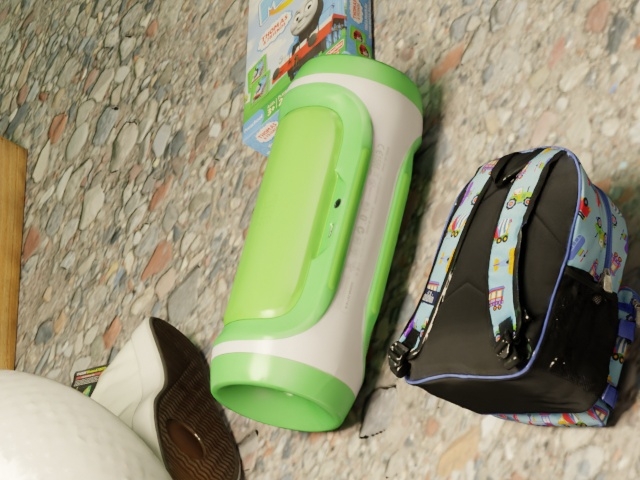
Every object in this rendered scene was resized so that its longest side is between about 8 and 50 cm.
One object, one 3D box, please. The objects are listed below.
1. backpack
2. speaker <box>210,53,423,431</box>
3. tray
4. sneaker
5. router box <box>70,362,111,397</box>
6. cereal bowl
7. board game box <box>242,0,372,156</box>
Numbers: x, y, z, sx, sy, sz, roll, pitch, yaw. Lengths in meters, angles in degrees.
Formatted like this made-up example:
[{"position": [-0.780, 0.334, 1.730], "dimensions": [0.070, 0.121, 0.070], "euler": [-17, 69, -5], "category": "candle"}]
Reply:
[{"position": [0.144, 0.029, 1.268], "dimensions": [0.158, 0.117, 0.173], "euler": [-11, 57, 56], "category": "backpack"}, {"position": [0.000, 0.000, 1.524], "dimensions": [0.131, 0.131, 0.296], "euler": [-17, 52, 53], "category": "speaker"}, {"position": [-0.446, 0.072, 2.250], "dimensions": [0.203, 0.076, 0.411], "euler": [-44, 33, 31], "category": "tray"}, {"position": [-0.149, 0.185, 1.629], "dimensions": [0.123, 0.106, 0.290], "euler": [-46, 22, 12], "category": "sneaker"}, {"position": [-0.210, 0.169, 1.813], "dimensions": [0.122, 0.038, 0.092], "euler": [-16, 54, 53], "category": "router box"}, {"position": [-0.268, 0.283, 1.487], "dimensions": [0.339, 0.339, 0.141], "euler": [-47, -7, 26], "category": "cereal bowl"}, {"position": [-0.013, -0.207, 1.811], "dimensions": [0.160, 0.039, 0.211], "euler": [-39, 35, 37], "category": "board game box"}]
